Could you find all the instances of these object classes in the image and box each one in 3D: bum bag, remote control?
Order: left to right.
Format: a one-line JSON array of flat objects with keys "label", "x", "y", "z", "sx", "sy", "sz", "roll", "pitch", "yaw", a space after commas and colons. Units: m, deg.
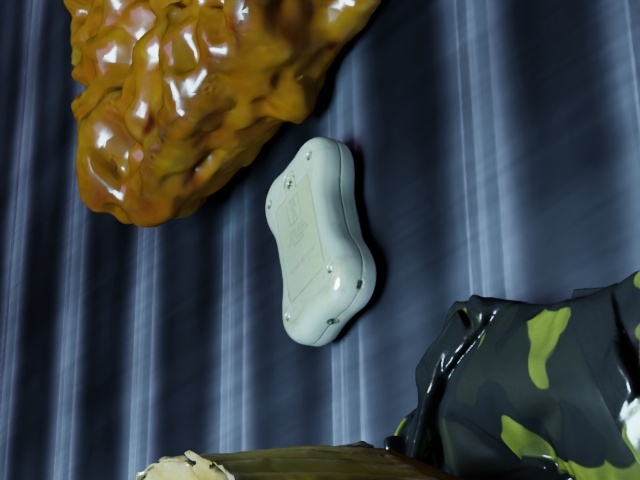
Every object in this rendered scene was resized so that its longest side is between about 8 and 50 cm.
[{"label": "remote control", "x": 0.000, "y": 0.000, "z": 0.963, "sx": 0.074, "sy": 0.032, "sz": 0.122, "roll": -48, "pitch": 38, "yaw": 40}, {"label": "bum bag", "x": 0.102, "y": 0.071, "z": 0.724, "sx": 0.232, "sy": 0.060, "sz": 0.107, "roll": -15, "pitch": 73, "yaw": 60}]

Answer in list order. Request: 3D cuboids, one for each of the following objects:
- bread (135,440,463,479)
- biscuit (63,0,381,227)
[{"label": "bread", "x": 0.046, "y": 0.187, "z": 0.653, "sx": 0.288, "sy": 0.156, "sz": 0.204, "roll": 26, "pitch": 120, "yaw": 54}, {"label": "biscuit", "x": -0.069, "y": -0.197, "z": 1.098, "sx": 0.318, "sy": 0.110, "sz": 0.312, "roll": -51, "pitch": 36, "yaw": 36}]
